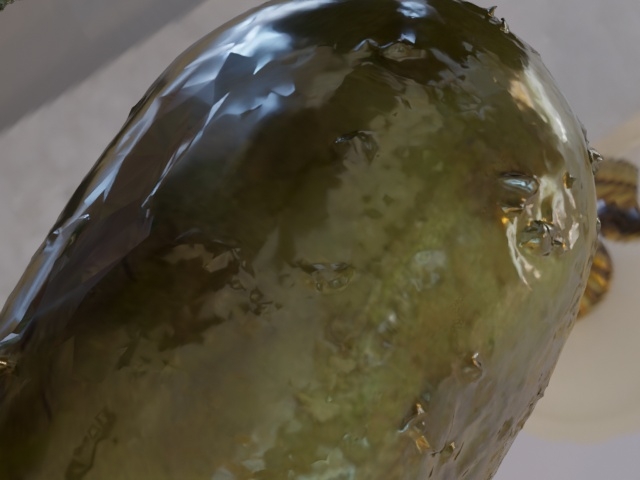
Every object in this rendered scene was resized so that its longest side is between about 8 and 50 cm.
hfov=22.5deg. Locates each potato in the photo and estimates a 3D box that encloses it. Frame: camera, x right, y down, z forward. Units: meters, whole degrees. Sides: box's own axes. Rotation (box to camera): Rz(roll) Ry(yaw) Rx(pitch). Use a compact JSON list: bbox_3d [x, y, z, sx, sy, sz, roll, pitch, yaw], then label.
[{"bbox_3d":[-0.018,0.039,0.567,0.210,0.173,0.307,2,-125,50],"label":"potato"}]

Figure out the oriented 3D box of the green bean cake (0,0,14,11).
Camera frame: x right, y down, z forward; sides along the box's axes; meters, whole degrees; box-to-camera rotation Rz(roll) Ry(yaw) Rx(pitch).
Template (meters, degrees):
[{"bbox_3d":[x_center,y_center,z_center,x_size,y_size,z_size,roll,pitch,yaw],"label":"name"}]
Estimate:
[{"bbox_3d":[-0.348,-0.200,1.345,0.185,0.094,0.183,-6,-159,38],"label":"green bean cake"}]
